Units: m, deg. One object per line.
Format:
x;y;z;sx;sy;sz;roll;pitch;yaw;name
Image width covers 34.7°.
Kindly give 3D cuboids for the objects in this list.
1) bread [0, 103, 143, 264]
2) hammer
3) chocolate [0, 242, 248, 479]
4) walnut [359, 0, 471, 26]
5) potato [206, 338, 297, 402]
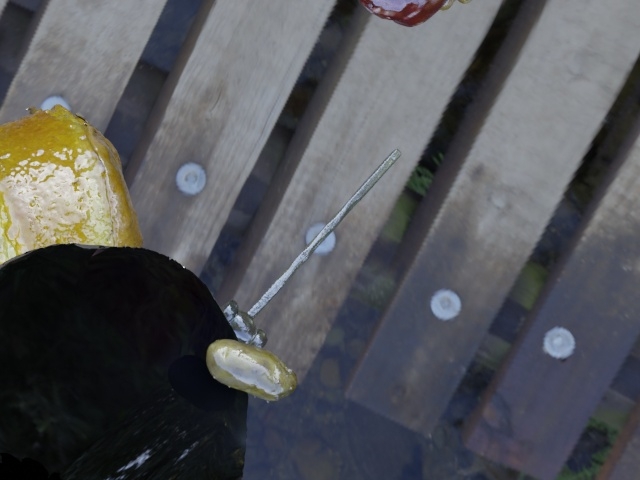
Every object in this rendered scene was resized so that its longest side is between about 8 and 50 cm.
-0.379;-0.002;1.454;0.204;0.337;0.358;-12;118;-21;bread
0.000;0.000;1.120;0.058;0.029;0.292;47;68;-13;hammer
-0.221;0.145;0.894;0.283;0.283;0.186;44;143;-14;chocolate
0.137;-0.420;1.347;0.244;0.222;0.269;3;112;-33;walnut
-0.059;0.109;0.866;0.083;0.040;0.051;27;147;-13;potato
